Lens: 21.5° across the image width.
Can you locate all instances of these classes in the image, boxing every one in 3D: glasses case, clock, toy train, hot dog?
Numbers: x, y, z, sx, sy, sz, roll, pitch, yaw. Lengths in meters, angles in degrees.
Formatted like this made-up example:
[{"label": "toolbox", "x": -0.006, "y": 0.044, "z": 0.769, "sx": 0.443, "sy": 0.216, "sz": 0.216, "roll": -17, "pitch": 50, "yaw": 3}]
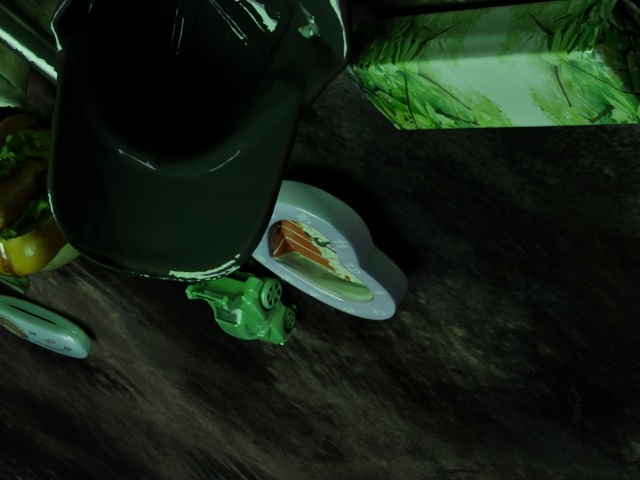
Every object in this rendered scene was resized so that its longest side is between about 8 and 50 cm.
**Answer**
[{"label": "glasses case", "x": 0.142, "y": -0.139, "z": 1.337, "sx": 0.272, "sy": 0.062, "sz": 0.095, "roll": 3, "pitch": 150, "yaw": 47}, {"label": "clock", "x": 0.000, "y": 0.000, "z": 1.761, "sx": 0.172, "sy": 0.064, "sz": 0.198, "roll": 6, "pitch": 145, "yaw": 44}, {"label": "toy train", "x": -0.092, "y": 0.078, "z": 1.997, "sx": 0.099, "sy": 0.081, "sz": 0.149, "roll": 15, "pitch": 150, "yaw": 31}, {"label": "glasses case", "x": -0.418, "y": 0.128, "z": 2.512, "sx": 0.178, "sy": 0.045, "sz": 0.067, "roll": 20, "pitch": 153, "yaw": 25}, {"label": "hot dog", "x": -0.297, "y": -0.057, "z": 1.722, "sx": 0.135, "sy": 0.100, "sz": 0.337, "roll": 42, "pitch": -166, "yaw": -9}]

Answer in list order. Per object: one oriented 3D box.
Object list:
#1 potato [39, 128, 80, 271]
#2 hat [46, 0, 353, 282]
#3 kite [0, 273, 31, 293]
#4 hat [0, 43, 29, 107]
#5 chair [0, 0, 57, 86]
[{"label": "potato", "x": -0.363, "y": -0.045, "z": 1.969, "sx": 0.235, "sy": 0.178, "sz": 0.160, "roll": -16, "pitch": 174, "yaw": 29}, {"label": "hat", "x": -0.115, "y": -0.145, "z": 1.415, "sx": 0.238, "sy": 0.336, "sz": 0.209, "roll": 15, "pitch": -165, "yaw": -13}, {"label": "kite", "x": -0.371, "y": 0.002, "z": 2.093, "sx": 0.250, "sy": 0.229, "sz": 0.012, "roll": 4, "pitch": 124, "yaw": -20}, {"label": "hat", "x": -0.397, "y": -0.241, "z": 1.765, "sx": 0.219, "sy": 0.164, "sz": 0.226, "roll": 7, "pitch": 107, "yaw": 43}, {"label": "chair", "x": -0.250, "y": -0.169, "z": 1.548, "sx": 0.401, "sy": 0.226, "sz": 0.226, "roll": 38, "pitch": 155, "yaw": -15}]
